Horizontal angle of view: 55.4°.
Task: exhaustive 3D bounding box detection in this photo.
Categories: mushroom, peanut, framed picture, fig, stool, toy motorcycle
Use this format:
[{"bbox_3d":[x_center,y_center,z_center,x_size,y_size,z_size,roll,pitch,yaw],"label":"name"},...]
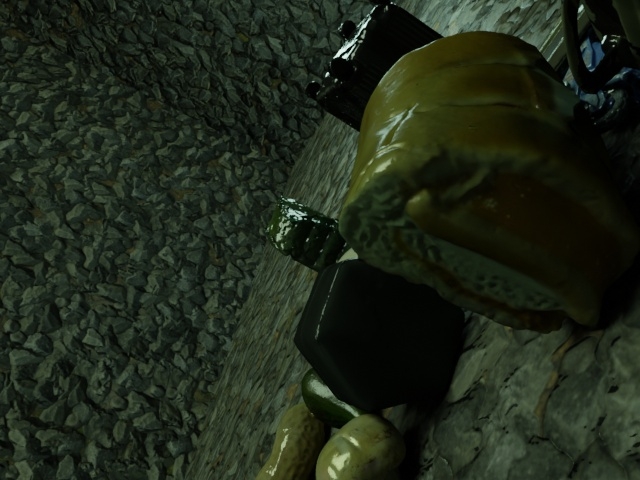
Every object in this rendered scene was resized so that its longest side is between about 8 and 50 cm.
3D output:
[{"bbox_3d":[0.058,0.309,0.844,0.148,0.112,0.148,-48,-7,-8],"label":"mushroom"},{"bbox_3d":[-0.060,0.423,1.142,0.117,0.101,0.263,-5,57,53],"label":"peanut"},{"bbox_3d":[0.395,-0.363,0.855,0.335,0.022,0.247,-58,-3,28],"label":"framed picture"},{"bbox_3d":[0.046,0.269,1.021,0.177,0.117,0.117,9,72,57],"label":"fig"},{"bbox_3d":[0.081,0.128,0.884,0.232,0.232,0.141,-68,13,-16],"label":"stool"},{"bbox_3d":[0.355,-0.209,0.767,0.114,0.076,0.205,-49,19,30],"label":"toy motorcycle"}]

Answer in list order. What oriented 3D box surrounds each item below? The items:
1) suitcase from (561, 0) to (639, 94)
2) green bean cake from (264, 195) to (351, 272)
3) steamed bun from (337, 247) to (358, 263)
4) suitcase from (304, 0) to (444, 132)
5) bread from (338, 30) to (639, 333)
[{"bbox_3d":[0.300,-0.280,0.494,0.194,0.351,0.339,27,94,39],"label":"suitcase"},{"bbox_3d":[0.000,0.000,1.398,0.132,0.255,0.241,-65,16,7],"label":"green bean cake"},{"bbox_3d":[0.084,0.113,1.092,0.177,0.130,0.228,-28,35,53],"label":"steamed bun"},{"bbox_3d":[0.162,-0.215,0.950,0.152,0.335,0.229,-60,12,-1],"label":"suitcase"},{"bbox_3d":[0.196,-0.093,0.674,0.210,0.300,0.341,-52,12,38],"label":"bread"}]
